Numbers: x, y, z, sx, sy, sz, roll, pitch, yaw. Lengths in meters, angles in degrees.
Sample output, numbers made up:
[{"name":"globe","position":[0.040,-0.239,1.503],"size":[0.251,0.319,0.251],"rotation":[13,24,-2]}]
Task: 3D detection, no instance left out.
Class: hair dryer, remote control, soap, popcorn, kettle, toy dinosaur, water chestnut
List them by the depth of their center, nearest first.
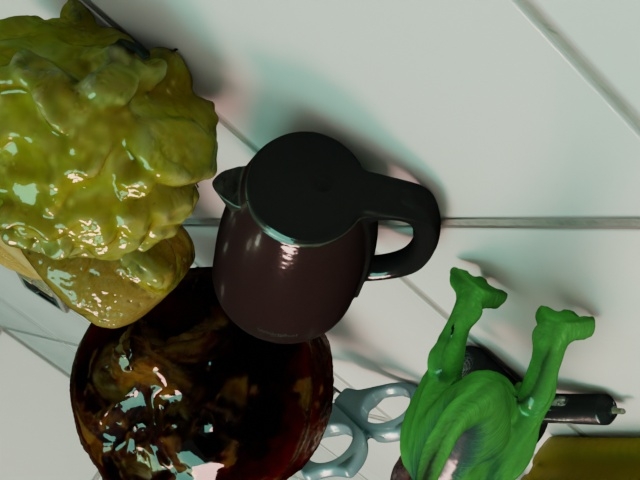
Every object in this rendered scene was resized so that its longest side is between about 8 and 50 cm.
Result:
[{"name":"toy dinosaur","position":[0.093,0.224,1.108],"size":[0.144,0.375,0.500],"rotation":[24,-156,15]},{"name":"popcorn","position":[-0.209,-0.101,1.123],"size":[0.249,0.249,0.225],"rotation":[28,133,15]},{"name":"kettle","position":[0.000,0.000,1.142],"size":[0.202,0.144,0.232],"rotation":[13,160,-2]},{"name":"hair dryer","position":[0.228,0.170,1.329],"size":[0.124,0.071,0.219],"rotation":[42,154,-27]},{"name":"soap","position":[0.362,0.292,1.377],"size":[0.199,0.091,0.315],"rotation":[36,163,-9]},{"name":"water chestnut","position":[-0.161,0.179,1.569],"size":[0.335,0.335,0.347],"rotation":[27,179,18]},{"name":"remote control","position":[-0.505,0.060,2.319],"size":[0.103,0.055,0.277],"rotation":[32,163,5]}]

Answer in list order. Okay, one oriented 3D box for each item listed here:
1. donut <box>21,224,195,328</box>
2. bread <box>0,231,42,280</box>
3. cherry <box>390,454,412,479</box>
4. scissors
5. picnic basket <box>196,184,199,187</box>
[{"name":"donut","position":[-0.245,-0.010,1.423],"size":[0.208,0.128,0.261],"rotation":[49,-176,-1]},{"name":"bread","position":[-0.478,-0.024,1.966],"size":[0.147,0.098,0.217],"rotation":[21,162,30]},{"name":"cherry","position":[0.184,0.341,1.749],"size":[0.176,0.140,0.176],"rotation":[11,175,1]},{"name":"scissors","position":[0.011,0.216,1.740],"size":[0.029,0.191,0.360],"rotation":[60,169,-23]},{"name":"picnic basket","position":[-0.169,-0.072,1.365],"size":[0.083,0.065,0.083],"rotation":[-7,116,51]}]
